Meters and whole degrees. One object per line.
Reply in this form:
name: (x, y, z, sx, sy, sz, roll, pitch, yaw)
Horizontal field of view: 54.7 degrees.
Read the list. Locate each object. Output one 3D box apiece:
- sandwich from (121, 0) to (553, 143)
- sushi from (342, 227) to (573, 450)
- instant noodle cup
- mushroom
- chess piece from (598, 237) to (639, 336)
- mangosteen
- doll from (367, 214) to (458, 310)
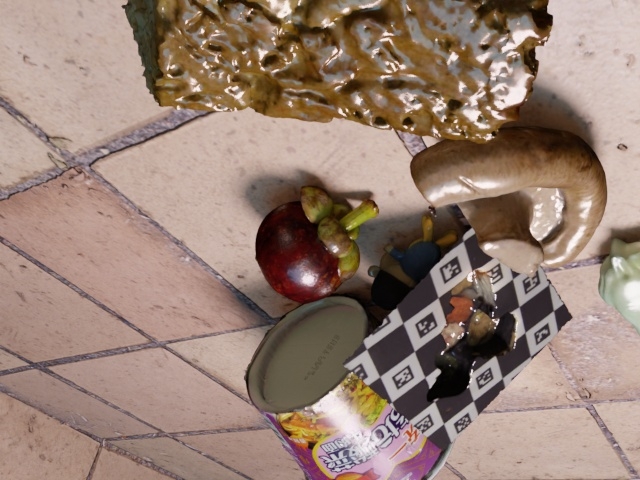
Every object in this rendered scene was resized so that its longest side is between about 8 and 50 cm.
sandwich: (-0.004, -0.213, 0.480, 0.325, 0.262, 0.131, 9, 139, 3)
sushi: (0.211, 0.137, 0.968, 0.320, 0.069, 0.339, -47, 128, -2)
instant noodle cup: (0.043, 0.267, 1.107, 0.340, 0.340, 0.266, -16, 125, 32)
mushroom: (0.243, -0.064, 0.725, 0.285, 0.156, 0.151, 23, 132, -35)
chess piece: (0.536, 0.078, 0.831, 0.298, 0.176, 0.176, 1, 144, 28)
mangosteen: (-0.005, 0.010, 0.881, 0.181, 0.146, 0.156, -14, 135, 30)
doll: (0.133, 0.038, 0.945, 0.102, 0.089, 0.179, 27, 118, -21)
